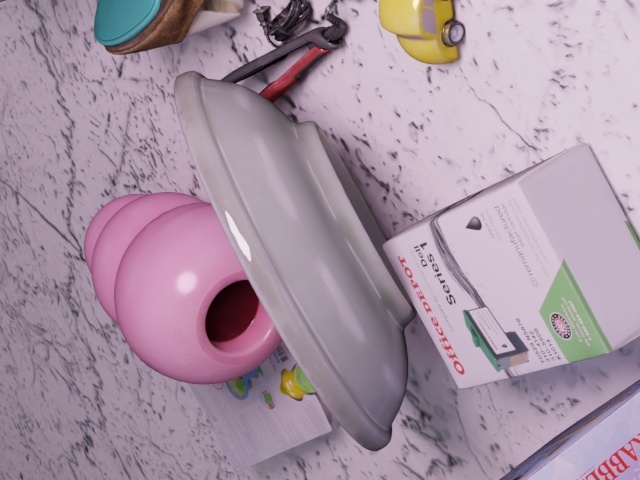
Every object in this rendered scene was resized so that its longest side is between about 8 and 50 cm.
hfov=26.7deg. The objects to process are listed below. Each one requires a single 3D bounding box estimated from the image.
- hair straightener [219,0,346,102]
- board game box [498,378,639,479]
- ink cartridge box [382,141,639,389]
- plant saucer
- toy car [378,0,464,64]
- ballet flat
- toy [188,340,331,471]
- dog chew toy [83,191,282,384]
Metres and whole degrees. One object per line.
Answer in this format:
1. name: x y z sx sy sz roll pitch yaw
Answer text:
1. hair straightener: -0.046 -0.196 1.338 0.089 0.047 0.230 60 149 1
2. board game box: 0.181 0.209 1.085 0.066 0.318 0.318 54 149 11
3. ink cartridge box: 0.171 0.030 1.167 0.160 0.093 0.219 61 149 0
4. plant saucer: 0.000 0.000 1.279 0.400 0.101 0.400 60 -174 -10
5. toy car: 0.076 -0.271 1.097 0.239 0.053 0.225 60 149 1
6. ballet flat: -0.114 -0.271 1.309 0.342 0.124 0.116 -42 49 55
7. toy: -0.066 0.195 1.679 0.237 0.056 0.137 -33 83 54
8. dog chew toy: -0.172 0.035 1.578 0.332 0.207 0.206 29 138 53
